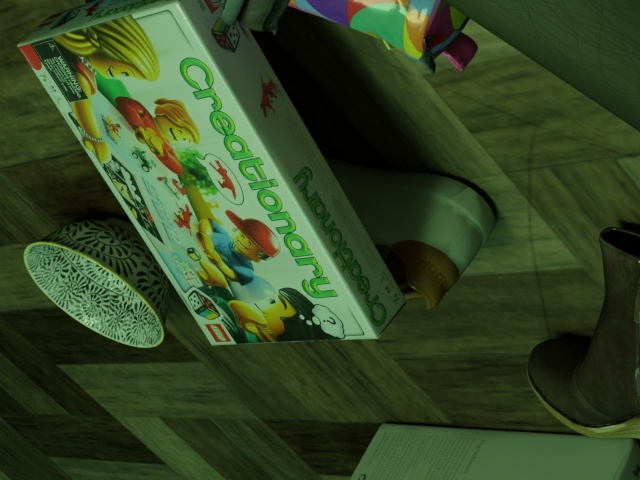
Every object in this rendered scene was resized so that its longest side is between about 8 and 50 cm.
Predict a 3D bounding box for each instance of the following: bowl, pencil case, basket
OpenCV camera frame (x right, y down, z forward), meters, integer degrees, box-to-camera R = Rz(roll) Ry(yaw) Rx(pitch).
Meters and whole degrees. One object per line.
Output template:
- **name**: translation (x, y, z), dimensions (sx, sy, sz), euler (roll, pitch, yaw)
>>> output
- **bowl**: translation (-0.216, 0.030, 1.677), dimensions (0.170, 0.080, 0.170), euler (25, 152, 15)
- **pencil case**: translation (-0.002, -0.193, 1.069), dimensions (0.236, 0.104, 0.104), euler (26, 152, 16)
- **basket**: translation (0.206, -0.134, 0.901), dimensions (0.227, 0.154, 0.204), euler (37, 148, -17)

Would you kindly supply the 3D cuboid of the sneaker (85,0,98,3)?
- **sneaker**: translation (-0.163, -0.239, 1.189), dimensions (0.082, 0.069, 0.209), euler (28, 153, 7)

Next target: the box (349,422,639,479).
- **box**: translation (0.201, 0.318, 1.624), dimensions (0.345, 0.168, 0.215), euler (-4, 136, 49)

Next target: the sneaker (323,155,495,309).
- **sneaker**: translation (0.000, 0.000, 1.361), dimensions (0.290, 0.123, 0.106), euler (5, 144, 44)

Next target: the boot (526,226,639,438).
- **boot**: translation (0.247, 0.070, 1.279), dimensions (0.248, 0.090, 0.207), euler (23, 140, 47)

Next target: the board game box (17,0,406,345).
- **board game box**: translation (-0.082, -0.052, 1.236), dimensions (0.193, 0.053, 0.305), euler (-7, 123, 45)

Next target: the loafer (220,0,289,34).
- **loafer**: translation (0.028, -0.227, 0.917), dimensions (0.095, 0.109, 0.302), euler (21, 132, -9)
